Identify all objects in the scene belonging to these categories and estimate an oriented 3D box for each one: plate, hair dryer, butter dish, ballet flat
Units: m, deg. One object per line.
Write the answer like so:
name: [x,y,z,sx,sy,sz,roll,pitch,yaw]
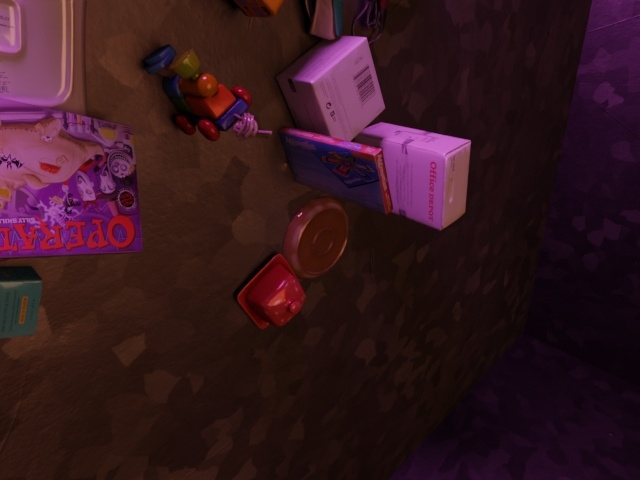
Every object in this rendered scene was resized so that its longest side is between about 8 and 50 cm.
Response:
plate: [-0.431,-0.281,0.586,0.277,0.045,0.277,-13,118,-51]
hair dryer: [0.134,-0.622,1.035,0.293,0.080,0.223,-52,152,-3]
butter dish: [-0.096,0.145,1.123,0.160,0.118,0.159,-47,137,-20]
ballet flat: [0.006,-0.519,0.894,0.086,0.086,0.248,-36,149,-29]

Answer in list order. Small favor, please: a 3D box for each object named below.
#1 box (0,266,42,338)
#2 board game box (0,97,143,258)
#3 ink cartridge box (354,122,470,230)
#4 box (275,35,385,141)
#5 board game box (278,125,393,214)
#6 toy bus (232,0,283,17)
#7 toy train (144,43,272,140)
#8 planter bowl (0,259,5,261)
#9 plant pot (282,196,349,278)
box: [-0.553,0.095,0.660,0.244,0.060,0.100,2,108,-47]
board game box: [-0.401,-0.078,0.595,0.347,0.056,0.208,-3,91,-58]
ink cartridge box: [0.232,-0.173,1.182,0.117,0.283,0.207,-30,129,-33]
box: [0.028,-0.329,1.015,0.182,0.119,0.180,-46,136,-20]
board game box: [0.027,-0.156,0.976,0.027,0.281,0.145,-42,135,-25]
toy bus: [-0.067,-0.564,0.787,0.108,0.130,0.332,30,86,-50]
toy train: [-0.183,-0.245,0.740,0.105,0.248,0.143,-51,133,-15]
planter bowl: [-0.472,-0.033,0.644,0.162,0.109,0.161,-23,125,-37]
plant pot: [0.000,0.000,1.218,0.236,0.032,0.236,-23,125,-37]
